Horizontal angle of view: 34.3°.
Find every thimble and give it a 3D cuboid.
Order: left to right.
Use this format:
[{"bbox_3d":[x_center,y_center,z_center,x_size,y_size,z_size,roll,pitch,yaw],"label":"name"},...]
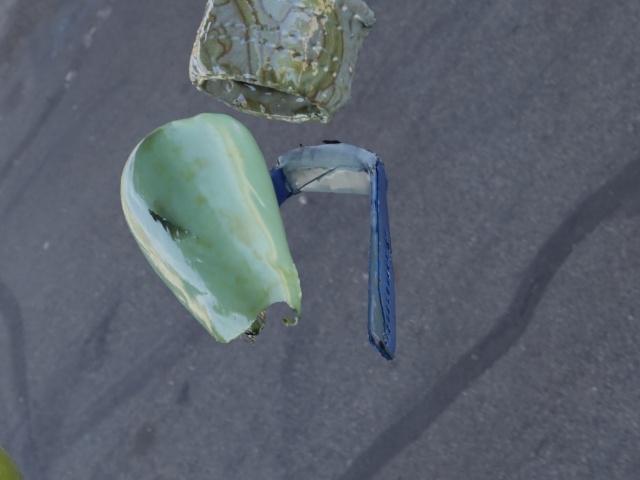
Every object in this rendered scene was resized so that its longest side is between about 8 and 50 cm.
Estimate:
[{"bbox_3d":[-0.042,-0.219,1.156,0.137,0.190,0.144,132,152,-75],"label":"thimble"}]

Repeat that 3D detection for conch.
[{"bbox_3d":[-0.097,-0.002,0.928,0.143,0.137,0.251,-27,67,12],"label":"conch"}]

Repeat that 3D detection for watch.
[{"bbox_3d":[0.013,-0.002,1.244,0.276,0.068,0.274,12,51,29],"label":"watch"}]

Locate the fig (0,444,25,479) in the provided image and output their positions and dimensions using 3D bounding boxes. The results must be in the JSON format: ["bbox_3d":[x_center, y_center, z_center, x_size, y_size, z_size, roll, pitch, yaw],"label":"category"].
[{"bbox_3d":[-0.414,0.329,1.073,0.326,0.258,0.258,19,81,61],"label":"fig"}]
